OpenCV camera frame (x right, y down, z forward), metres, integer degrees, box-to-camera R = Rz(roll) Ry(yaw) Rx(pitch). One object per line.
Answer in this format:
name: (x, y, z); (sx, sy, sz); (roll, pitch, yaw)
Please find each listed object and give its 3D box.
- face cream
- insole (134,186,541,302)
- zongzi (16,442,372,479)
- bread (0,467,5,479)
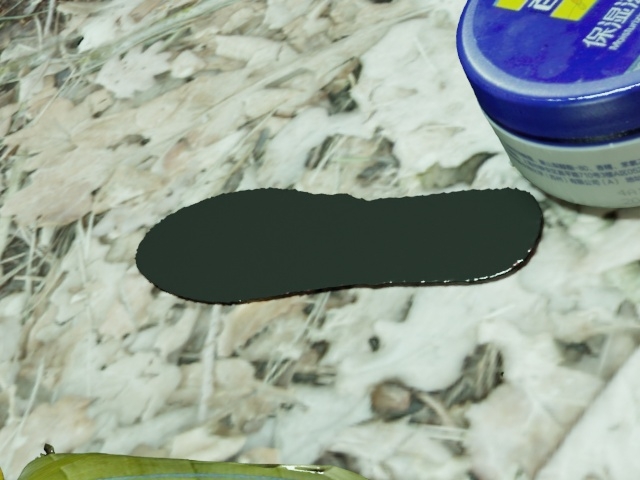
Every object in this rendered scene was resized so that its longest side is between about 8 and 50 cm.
face cream: (0.198, -0.121, 0.811); (0.206, 0.111, 0.206); (-18, 40, 16)
insole: (0.000, 0.000, 0.891); (0.322, 0.007, 0.109); (-2, 49, 30)
zongzi: (-0.077, 0.159, 0.726); (0.228, 0.115, 0.256); (-15, 16, -1)
bread: (-0.324, 0.204, 0.774); (0.268, 0.145, 0.268); (-20, 45, 21)
